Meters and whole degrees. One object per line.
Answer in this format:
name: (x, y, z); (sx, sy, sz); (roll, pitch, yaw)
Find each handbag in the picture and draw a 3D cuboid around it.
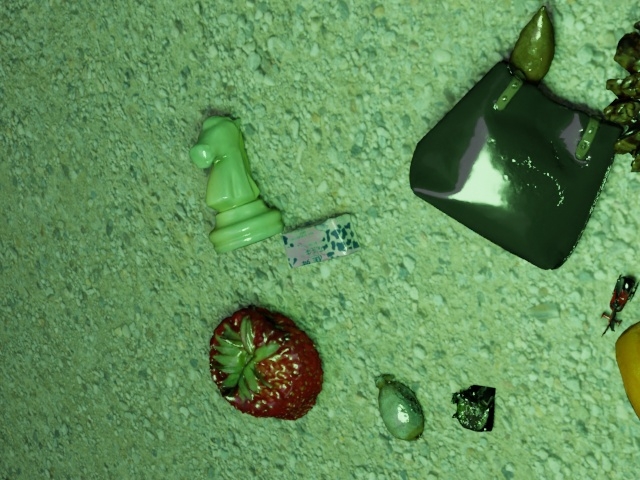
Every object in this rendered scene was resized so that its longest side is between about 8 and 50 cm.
handbag: (0.355, -0.143, 1.504); (0.342, 0.152, 0.288); (31, 113, 0)

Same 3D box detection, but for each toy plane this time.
toy plane: (0.541, 0.115, 1.528); (0.037, 0.060, 0.145); (26, 131, 24)

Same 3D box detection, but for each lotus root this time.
lotus root: (0.171, 0.362, 1.824); (0.088, 0.088, 0.165); (-36, 74, 34)

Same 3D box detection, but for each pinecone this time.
pinecone: (0.565, -0.226, 1.320); (0.243, 0.243, 0.257); (-29, 45, 35)

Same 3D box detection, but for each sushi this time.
sushi: (0.317, 0.349, 1.742); (0.084, 0.056, 0.083); (4, 113, 30)

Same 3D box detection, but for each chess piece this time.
chess piece: (-0.201, -0.132, 1.856); (0.175, 0.175, 0.298); (-16, 94, 35)

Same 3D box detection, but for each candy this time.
candy: (0.000, 0.000, 1.828); (0.160, 0.073, 0.092); (-15, 94, 35)

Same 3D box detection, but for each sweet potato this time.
sweet potato: (0.372, -0.303, 1.509); (0.074, 0.074, 0.270); (29, 133, 22)

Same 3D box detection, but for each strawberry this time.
strawberry: (-0.114, 0.287, 1.918); (0.261, 0.257, 0.261); (-6, 78, 31)

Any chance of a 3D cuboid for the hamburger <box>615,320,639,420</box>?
hamburger: (0.659, 0.226, 1.334); (0.330, 0.330, 0.250); (52, 123, 9)
